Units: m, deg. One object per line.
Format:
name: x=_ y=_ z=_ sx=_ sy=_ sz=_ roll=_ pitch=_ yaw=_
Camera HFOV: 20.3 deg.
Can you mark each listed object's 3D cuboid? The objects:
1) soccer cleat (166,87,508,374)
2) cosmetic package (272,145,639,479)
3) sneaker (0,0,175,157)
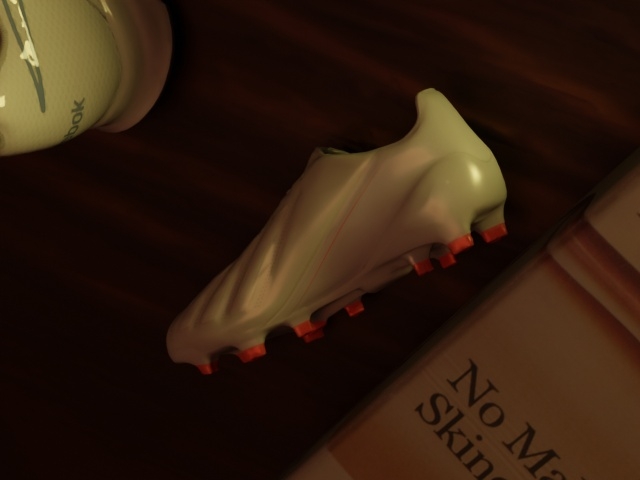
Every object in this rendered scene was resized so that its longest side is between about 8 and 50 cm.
soccer cleat: x=0.000 y=0.000 z=0.831 sx=0.196 sy=0.068 sz=0.076 roll=-30 pitch=81 yaw=31
cosmetic package: x=0.108 y=0.086 z=0.769 sx=0.153 sy=0.129 sz=0.296 roll=46 pitch=122 yaw=4
sneaker: x=-0.194 y=-0.162 z=0.816 sx=0.297 sy=0.129 sz=0.111 roll=47 pitch=125 yaw=3
